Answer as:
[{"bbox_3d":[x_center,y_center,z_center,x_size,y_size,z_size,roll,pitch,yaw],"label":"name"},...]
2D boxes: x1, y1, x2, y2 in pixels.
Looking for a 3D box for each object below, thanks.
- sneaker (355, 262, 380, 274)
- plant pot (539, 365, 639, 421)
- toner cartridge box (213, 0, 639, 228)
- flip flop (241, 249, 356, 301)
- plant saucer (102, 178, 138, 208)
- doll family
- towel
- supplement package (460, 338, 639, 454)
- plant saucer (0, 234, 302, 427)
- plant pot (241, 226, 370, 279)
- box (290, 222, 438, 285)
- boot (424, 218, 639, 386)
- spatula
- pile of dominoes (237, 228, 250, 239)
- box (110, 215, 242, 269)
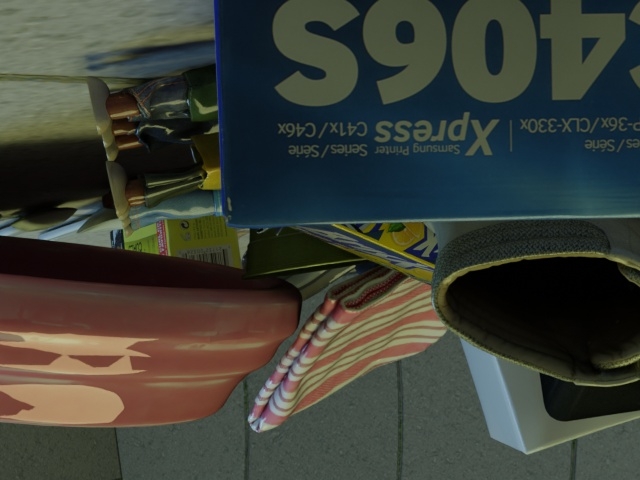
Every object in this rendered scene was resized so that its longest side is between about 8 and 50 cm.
[{"bbox_3d":[0.143,-0.012,1.038,0.321,0.125,0.180,-11,177,39],"label":"sneaker"},{"bbox_3d":[0.211,-0.013,0.871,0.187,0.188,0.167,-8,163,4],"label":"plant pot"},{"bbox_3d":[0.141,-0.044,0.479,0.347,0.075,0.165,-1,-177,-3],"label":"toner cartridge box"},{"bbox_3d":[0.000,0.000,1.358,0.277,0.080,0.112,-26,-178,18],"label":"flip flop"},{"bbox_3d":[-0.103,-0.034,1.004,0.083,0.013,0.083,-8,177,0],"label":"plant saucer"},{"bbox_3d":[-0.035,-0.039,0.648,0.111,0.076,0.193,-12,-178,-7],"label":"doll family"},{"bbox_3d":[0.039,0.057,0.948,0.144,0.029,0.197,-23,161,-28],"label":"towel"},{"bbox_3d":[0.252,0.044,1.298,0.262,0.199,0.198,-17,177,-3],"label":"supplement package"},{"bbox_3d":[-0.179,0.048,0.904,0.332,0.084,0.332,7,-178,0],"label":"plant saucer"},{"bbox_3d":[-0.009,-0.022,0.860,0.083,0.079,0.083,-7,177,0],"label":"plant pot"},{"bbox_3d":[0.046,-0.013,0.802,0.169,0.054,0.059,23,170,-37],"label":"box"},{"bbox_3d":[0.149,0.006,0.690,0.213,0.077,0.165,6,-158,-3],"label":"boot"},{"bbox_3d":[-0.227,-0.005,1.147,0.168,0.019,0.242,-7,176,-27],"label":"spatula"},{"bbox_3d":[-0.016,0.001,1.589,0.196,0.040,0.251,-7,177,-12],"label":"pile of dominoes"},{"bbox_3d":[-0.119,0.017,1.226,0.058,0.087,0.232,-7,177,-19],"label":"box"}]
